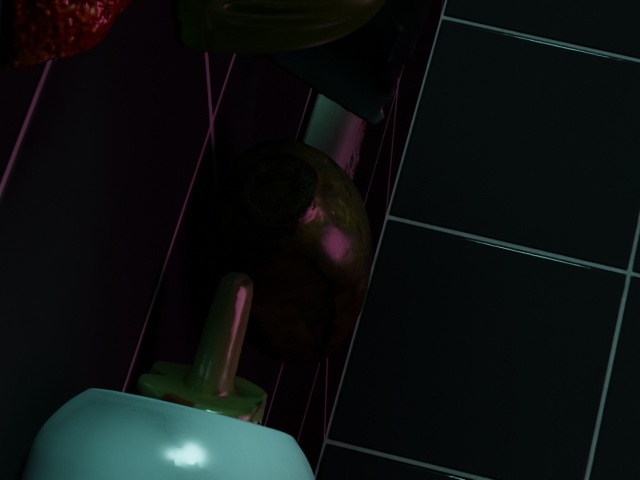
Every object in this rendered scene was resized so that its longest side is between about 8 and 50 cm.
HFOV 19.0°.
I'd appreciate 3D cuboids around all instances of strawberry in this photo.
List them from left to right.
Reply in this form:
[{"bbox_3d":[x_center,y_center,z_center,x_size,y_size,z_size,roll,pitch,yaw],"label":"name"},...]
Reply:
[{"bbox_3d":[-0.114,-0.171,1.001,0.146,0.082,0.187,49,59,-74],"label":"strawberry"}]

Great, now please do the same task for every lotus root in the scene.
[{"bbox_3d":[-0.027,0.009,1.758,0.275,0.160,0.152,89,25,-66],"label":"lotus root"},{"bbox_3d":[-0.005,-0.213,1.424,0.186,0.186,0.186,13,90,-84],"label":"lotus root"}]

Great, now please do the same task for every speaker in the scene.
[{"bbox_3d":[0.113,-0.316,1.794,0.388,0.180,0.184,-47,159,-24],"label":"speaker"}]

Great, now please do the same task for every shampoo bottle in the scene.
[{"bbox_3d":[0.014,-0.124,2.285,0.153,0.071,0.284,88,14,-58],"label":"shampoo bottle"}]

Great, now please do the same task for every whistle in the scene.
[{"bbox_3d":[-0.106,0.164,1.604,0.131,0.106,0.288,-44,148,-75],"label":"whistle"}]

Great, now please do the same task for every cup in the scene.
[{"bbox_3d":[-0.118,0.264,1.240,0.205,0.205,0.312,70,33,-79],"label":"cup"}]
